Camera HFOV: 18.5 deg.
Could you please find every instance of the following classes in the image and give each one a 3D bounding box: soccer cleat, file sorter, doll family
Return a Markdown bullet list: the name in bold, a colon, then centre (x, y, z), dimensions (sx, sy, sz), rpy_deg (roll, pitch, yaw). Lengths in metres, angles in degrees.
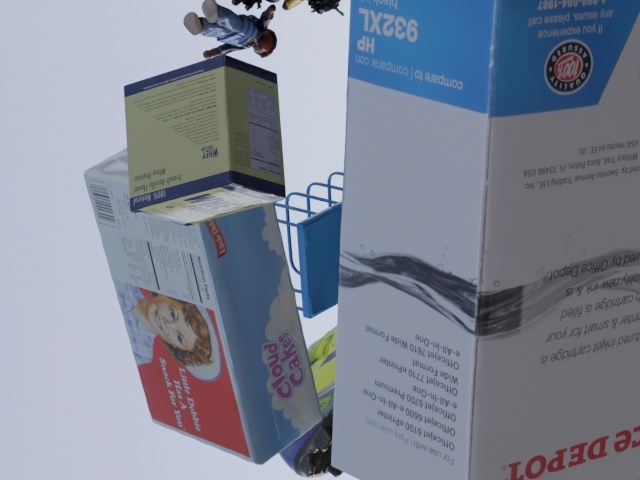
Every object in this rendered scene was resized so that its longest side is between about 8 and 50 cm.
- **soccer cleat**: centre (0.030, 0.123, 2.097), dimensions (0.093, 0.289, 0.121), rpy_deg (9, -150, -44)
- **file sorter**: centre (0.000, 0.000, 2.334), dimensions (0.170, 0.104, 0.118), rpy_deg (-27, -59, -44)
- **doll family**: centre (-0.035, -0.224, 1.768), dimensions (0.111, 0.193, 0.076), rpy_deg (8, -114, -60)

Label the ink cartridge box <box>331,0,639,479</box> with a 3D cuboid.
- **ink cartridge box**: centre (0.132, -0.012, 1.139), dimensions (0.223, 0.129, 0.307), rpy_deg (-10, -70, -39)

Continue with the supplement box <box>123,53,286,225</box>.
- **supplement box**: centre (-0.072, -0.061, 1.224), dimensions (0.056, 0.083, 0.083), rpy_deg (14, -113, -53)

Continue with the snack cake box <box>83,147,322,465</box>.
- **snack cake box**: centre (-0.101, 0.050, 1.733), dimensions (0.089, 0.152, 0.264), rpy_deg (-33, -58, -36)
